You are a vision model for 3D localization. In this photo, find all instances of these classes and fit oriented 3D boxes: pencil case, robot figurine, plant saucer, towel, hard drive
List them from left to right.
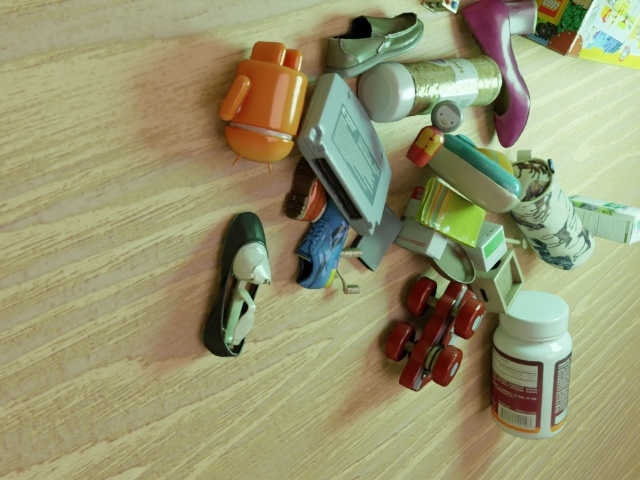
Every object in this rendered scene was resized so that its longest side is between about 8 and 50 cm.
[{"bbox_3d":[-0.097,-0.232,1.137,0.158,0.128,0.219,-63,166,-83],"label":"robot figurine"},{"bbox_3d":[0.129,-0.009,1.488,0.094,0.022,0.135,44,73,-41],"label":"hard drive"},{"bbox_3d":[0.309,0.043,1.600,0.168,0.168,0.029,5,139,-43],"label":"plant saucer"},{"bbox_3d":[0.301,-0.057,1.476,0.237,0.021,0.102,22,88,-44],"label":"towel"},{"bbox_3d":[0.642,-0.073,1.838,0.410,0.160,0.184,41,65,-42],"label":"pencil case"}]

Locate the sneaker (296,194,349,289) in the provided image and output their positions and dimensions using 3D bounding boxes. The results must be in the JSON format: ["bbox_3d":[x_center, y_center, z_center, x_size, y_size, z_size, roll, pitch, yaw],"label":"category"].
[{"bbox_3d":[0.000,0.000,1.342,0.082,0.069,0.209,8,98,-40],"label":"sneaker"}]

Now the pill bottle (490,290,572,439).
[{"bbox_3d":[0.618,0.362,1.917,0.224,0.224,0.392,-22,118,-36],"label":"pill bottle"}]

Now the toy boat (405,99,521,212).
[{"bbox_3d":[0.321,-0.185,1.433,0.318,0.267,0.148,23,107,-44],"label":"toy boat"}]

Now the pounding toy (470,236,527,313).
[{"bbox_3d":[0.492,0.063,1.801,0.206,0.094,0.181,-49,126,-31],"label":"pounding toy"}]

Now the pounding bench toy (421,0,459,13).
[{"bbox_3d":[0.270,-0.542,1.411,0.052,0.065,0.083,10,96,-44],"label":"pounding bench toy"}]

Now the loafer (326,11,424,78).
[{"bbox_3d":[0.110,-0.405,1.291,0.251,0.094,0.087,-36,130,-28],"label":"loafer"}]

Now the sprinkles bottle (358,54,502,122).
[{"bbox_3d":[0.245,-0.335,1.419,0.355,0.121,0.121,-17,114,-38],"label":"sprinkles bottle"}]

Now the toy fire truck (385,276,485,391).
[{"bbox_3d":[0.304,0.245,1.651,0.302,0.169,0.254,-63,152,-6],"label":"toy fire truck"}]

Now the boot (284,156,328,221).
[{"bbox_3d":[-0.012,-0.111,1.308,0.084,0.059,0.158,16,97,-52],"label":"boot"}]

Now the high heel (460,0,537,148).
[{"bbox_3d":[0.415,-0.398,1.595,0.181,0.127,0.377,-9,117,-9],"label":"high heel"}]

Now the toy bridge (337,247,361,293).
[{"bbox_3d":[0.058,0.027,1.417,0.063,0.026,0.188,-2,107,-13],"label":"toy bridge"}]

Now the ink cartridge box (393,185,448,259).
[{"bbox_3d":[0.250,-0.041,1.527,0.063,0.109,0.150,29,84,-45],"label":"ink cartridge box"}]

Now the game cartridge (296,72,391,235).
[{"bbox_3d":[0.056,-0.173,1.295,0.297,0.062,0.198,54,38,-43],"label":"game cartridge"}]

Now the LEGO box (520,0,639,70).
[{"bbox_3d":[0.762,-0.656,1.663,0.500,0.193,0.373,-7,128,-41],"label":"LEGO box"}]

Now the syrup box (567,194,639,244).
[{"bbox_3d":[0.855,-0.066,1.982,0.093,0.237,0.096,-15,114,-38],"label":"syrup box"}]

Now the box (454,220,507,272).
[{"bbox_3d":[0.412,0.011,1.697,0.101,0.102,0.087,-41,129,-27],"label":"box"}]

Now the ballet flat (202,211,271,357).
[{"bbox_3d":[-0.142,0.089,1.221,0.095,0.096,0.281,9,97,-43],"label":"ballet flat"}]
